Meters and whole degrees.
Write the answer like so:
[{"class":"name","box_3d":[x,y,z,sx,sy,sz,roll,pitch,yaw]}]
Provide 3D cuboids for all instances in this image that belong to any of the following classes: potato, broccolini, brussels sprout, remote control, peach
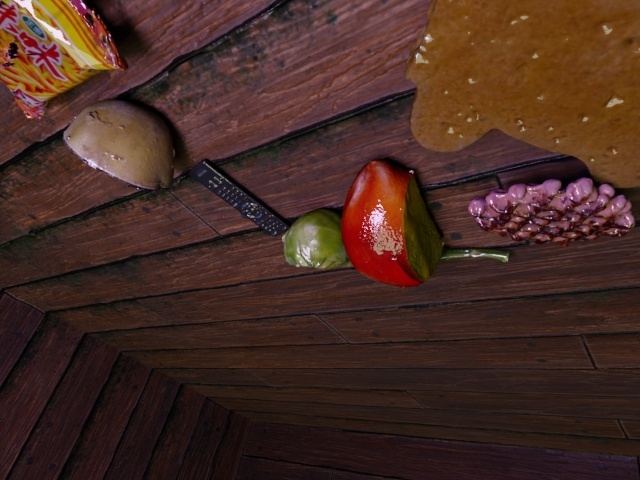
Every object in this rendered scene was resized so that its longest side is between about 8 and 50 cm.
[{"class":"potato","box_3d":[-0.336,-0.184,0.849,0.202,0.182,0.117,28,103,-29]},{"class":"broccolini","box_3d":[0.263,0.034,0.974,0.239,0.054,0.051,-1,179,21]},{"class":"brussels sprout","box_3d":[-0.001,-0.004,0.969,0.149,0.122,0.151,7,-178,23]},{"class":"remote control","box_3d":[-0.164,-0.085,1.000,0.063,0.025,0.245,-21,132,42]},{"class":"peach","box_3d":[0.115,-0.016,0.864,0.158,0.154,0.267,-2,143,28]}]

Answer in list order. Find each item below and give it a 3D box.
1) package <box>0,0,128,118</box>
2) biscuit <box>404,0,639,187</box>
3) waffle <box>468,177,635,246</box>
[{"class":"package","box_3d":[-0.441,-0.316,0.711,0.288,0.108,0.223,-15,131,28]},{"class":"biscuit","box_3d":[0.309,-0.225,0.551,0.393,0.076,0.368,12,147,1]},{"class":"waffle","box_3d":[0.365,-0.042,0.766,0.221,0.056,0.234,22,159,-37]}]
